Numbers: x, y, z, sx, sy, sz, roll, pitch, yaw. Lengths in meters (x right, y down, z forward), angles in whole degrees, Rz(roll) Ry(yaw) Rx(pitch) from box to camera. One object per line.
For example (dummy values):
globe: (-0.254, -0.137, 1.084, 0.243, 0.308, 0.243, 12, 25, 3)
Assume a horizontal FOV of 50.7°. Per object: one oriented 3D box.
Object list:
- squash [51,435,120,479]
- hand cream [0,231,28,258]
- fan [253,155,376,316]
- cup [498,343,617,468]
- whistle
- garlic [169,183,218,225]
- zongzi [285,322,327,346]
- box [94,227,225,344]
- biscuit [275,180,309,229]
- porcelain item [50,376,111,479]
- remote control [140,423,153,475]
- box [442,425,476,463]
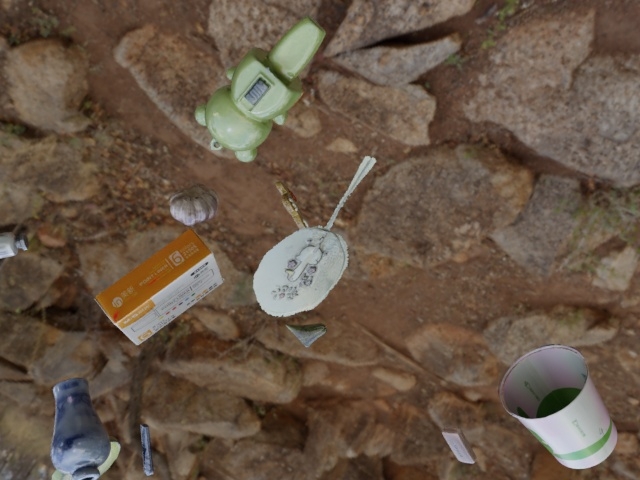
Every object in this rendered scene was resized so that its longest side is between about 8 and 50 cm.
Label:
squash: (-0.719, 0.687, 2.084, 0.041, 0.219, 0.219, 41, 174, 23)
hand cream: (-0.615, 0.019, 1.181, 0.194, 0.042, 0.067, -11, 152, -8)
fan: (0.000, 0.000, 1.429, 0.233, 0.415, 0.012, 12, -154, -42)
cup: (0.663, 0.462, 1.842, 0.274, 0.253, 0.253, 50, 163, -22)
whistle: (-0.098, -0.254, 1.135, 0.131, 0.288, 0.106, 42, -158, -6)
garlic: (-0.377, -0.102, 2.015, 0.147, 0.159, 0.102, 9, 123, 14)
zongzi: (-0.046, 0.298, 2.320, 0.113, 0.104, 0.052, 48, -173, -9)
box: (-0.369, 0.114, 1.583, 0.091, 0.274, 0.221, 49, 167, 16)
biscuit: (-0.096, -0.128, 2.238, 0.158, 0.035, 0.240, 59, -175, -32)
porcelain item: (-0.606, 0.477, 1.692, 0.141, 0.141, 0.259, 47, -162, -56)
remote control: (-0.523, 0.631, 2.032, 0.027, 0.152, 0.043, -5, 180, -26)
box: (0.333, 0.491, 1.618, 0.048, 0.025, 0.115, -1, 130, 44)
